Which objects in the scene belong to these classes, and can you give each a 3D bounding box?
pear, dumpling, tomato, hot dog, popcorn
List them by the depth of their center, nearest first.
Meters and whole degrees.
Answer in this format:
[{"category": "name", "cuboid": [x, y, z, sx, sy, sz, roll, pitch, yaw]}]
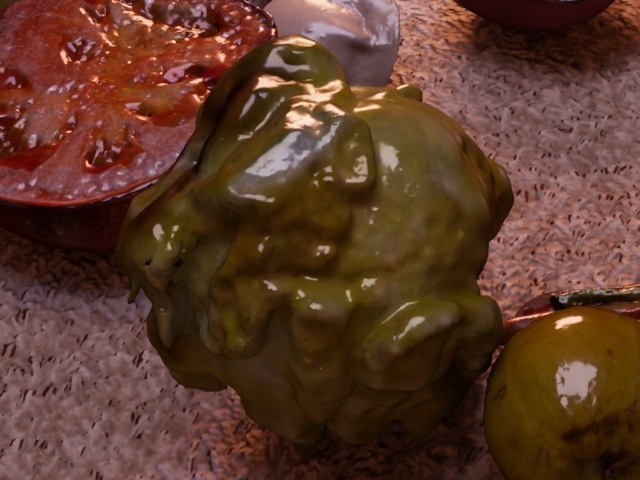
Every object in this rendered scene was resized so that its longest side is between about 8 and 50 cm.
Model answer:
[{"category": "pear", "cuboid": [0.190, 0.124, 1.380, 0.149, 0.149, 0.162, -8, 34, 7]}, {"category": "popcorn", "cuboid": [0.006, 0.017, 1.461, 0.312, 0.312, 0.312, -9, 38, 7]}, {"category": "hot dog", "cuboid": [0.245, 0.069, 1.499, 0.235, 0.062, 0.092, -6, 42, 12]}, {"category": "tomato", "cuboid": [-0.195, -0.095, 1.782, 0.338, 0.144, 0.338, -9, 42, 8]}, {"category": "dumpling", "cuboid": [-0.003, -0.181, 1.880, 0.176, 0.092, 0.150, 5, 55, 15]}]

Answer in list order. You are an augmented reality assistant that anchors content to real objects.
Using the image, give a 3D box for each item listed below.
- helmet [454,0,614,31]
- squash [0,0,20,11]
[{"category": "helmet", "cuboid": [0.206, -0.282, 1.888, 0.198, 0.154, 0.253, -43, 64, -17]}, {"category": "squash", "cuboid": [-0.309, -0.275, 2.095, 0.250, 0.083, 0.083, 1, 40, 20]}]
